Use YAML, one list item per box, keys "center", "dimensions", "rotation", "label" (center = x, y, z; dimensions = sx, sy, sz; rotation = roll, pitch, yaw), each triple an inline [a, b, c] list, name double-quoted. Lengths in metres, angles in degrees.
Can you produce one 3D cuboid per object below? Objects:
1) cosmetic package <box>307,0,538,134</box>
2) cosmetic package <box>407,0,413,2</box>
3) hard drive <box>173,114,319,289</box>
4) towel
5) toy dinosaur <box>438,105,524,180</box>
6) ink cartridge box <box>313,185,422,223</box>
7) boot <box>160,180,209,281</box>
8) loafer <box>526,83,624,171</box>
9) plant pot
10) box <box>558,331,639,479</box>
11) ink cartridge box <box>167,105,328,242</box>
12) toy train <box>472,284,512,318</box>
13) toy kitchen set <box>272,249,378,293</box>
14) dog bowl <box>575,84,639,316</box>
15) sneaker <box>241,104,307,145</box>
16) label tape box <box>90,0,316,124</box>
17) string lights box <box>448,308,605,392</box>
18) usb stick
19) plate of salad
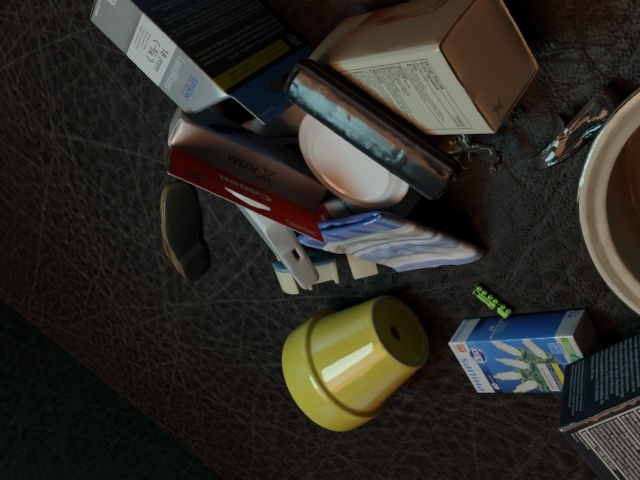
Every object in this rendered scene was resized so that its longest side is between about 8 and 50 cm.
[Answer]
- center: [0.128, -0.241, 0.969]
  dimensions: [0.296, 0.129, 0.153]
  rotation: [12, 150, 53]
  label: "cosmetic package"
- center: [0.172, -0.340, 0.984]
  dimensions: [0.115, 0.041, 0.060]
  rotation: [-22, 110, 49]
  label: "cosmetic package"
- center: [-0.141, -0.083, 1.322]
  dimensions: [0.353, 0.047, 0.233]
  rotation: [49, 173, 33]
  label: "hard drive"
- center: [0.126, 0.007, 1.210]
  dimensions: [0.285, 0.034, 0.209]
  rotation: [17, 161, -41]
  label: "towel"
- center: [0.239, -0.177, 1.063]
  dimensions: [0.118, 0.064, 0.268]
  rotation: [31, 137, 26]
  label: "toy dinosaur"
- center: [0.088, -0.078, 1.228]
  dimensions: [0.175, 0.127, 0.072]
  rotation: [-9, 119, 46]
  label: "ink cartridge box"
- center: [-0.359, -0.032, 1.694]
  dimensions: [0.115, 0.112, 0.305]
  rotation: [34, 144, 30]
  label: "boot"
- center: [0.358, -0.157, 0.981]
  dimensions: [0.170, 0.062, 0.061]
  rotation: [-37, 89, 42]
  label: "loafer"
- center: [0.086, 0.239, 1.446]
  dimensions: [0.254, 0.254, 0.239]
  rotation: [47, 127, -4]
  label: "plant pot"
- center: [0.575, 0.282, 1.034]
  dimensions: [0.294, 0.183, 0.296]
  rotation: [-36, 98, 34]
  label: "box"
- center: [-0.115, -0.120, 1.132]
  dimensions: [0.275, 0.239, 0.060]
  rotation: [24, 109, -21]
  label: "ink cartridge box"
- center: [0.319, 0.114, 1.284]
  dimensions: [0.083, 0.017, 0.024]
  rotation: [38, 113, 7]
  label: "toy train"
- center: [0.000, 0.000, 1.434]
  dimensions: [0.207, 0.166, 0.122]
  rotation: [-14, 122, 6]
  label: "toy kitchen set"
- center: [0.529, -0.060, 0.814]
  dimensions: [0.407, 0.150, 0.408]
  rotation: [19, 130, 24]
  label: "dog bowl"
- center: [-0.059, -0.228, 1.272]
  dimensions: [0.235, 0.090, 0.095]
  rotation: [1, 112, 37]
  label: "sneaker"
- center: [-0.169, -0.320, 1.137]
  dimensions: [0.333, 0.240, 0.106]
  rotation: [44, 136, 0]
  label: "label tape box"
- center: [0.383, 0.208, 1.271]
  dimensions: [0.259, 0.077, 0.133]
  rotation: [-14, 115, 47]
  label: "string lights box"
- center: [0.073, -0.157, 0.977]
  dimensions: [0.278, 0.045, 0.077]
  rotation: [35, 137, 1]
  label: "usb stick"
- center: [0.055, -0.133, 1.083]
  dimensions: [0.199, 0.048, 0.200]
  rotation: [24, 143, 20]
  label: "plate of salad"
